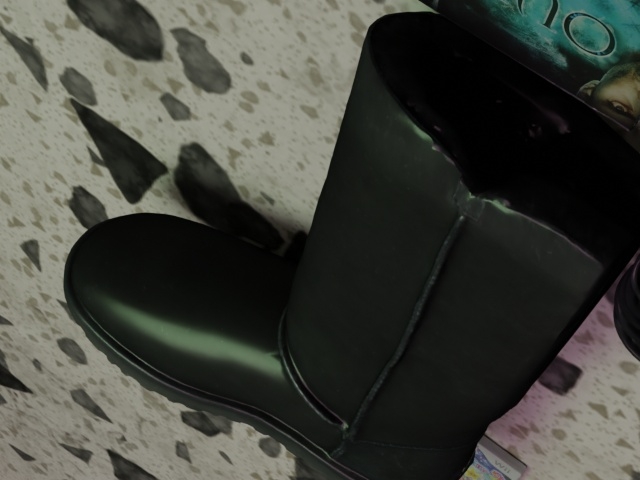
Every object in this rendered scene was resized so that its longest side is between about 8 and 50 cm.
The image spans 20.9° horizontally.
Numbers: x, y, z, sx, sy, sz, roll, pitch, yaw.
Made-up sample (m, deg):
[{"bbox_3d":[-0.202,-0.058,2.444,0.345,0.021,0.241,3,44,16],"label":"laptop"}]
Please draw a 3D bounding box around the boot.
[{"bbox_3d":[0.002,0.001,1.207,0.367,0.146,0.445,28,151,3],"label":"boot"}]

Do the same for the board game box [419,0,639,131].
[{"bbox_3d":[0.124,-0.152,0.996,0.186,0.026,0.126,33,148,10],"label":"board game box"}]

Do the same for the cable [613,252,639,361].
[{"bbox_3d":[0.262,0.065,1.122,0.184,0.047,0.150,46,154,-19],"label":"cable"}]

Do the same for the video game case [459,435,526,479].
[{"bbox_3d":[0.118,0.191,1.465,0.087,0.011,0.122,36,149,6],"label":"video game case"}]
